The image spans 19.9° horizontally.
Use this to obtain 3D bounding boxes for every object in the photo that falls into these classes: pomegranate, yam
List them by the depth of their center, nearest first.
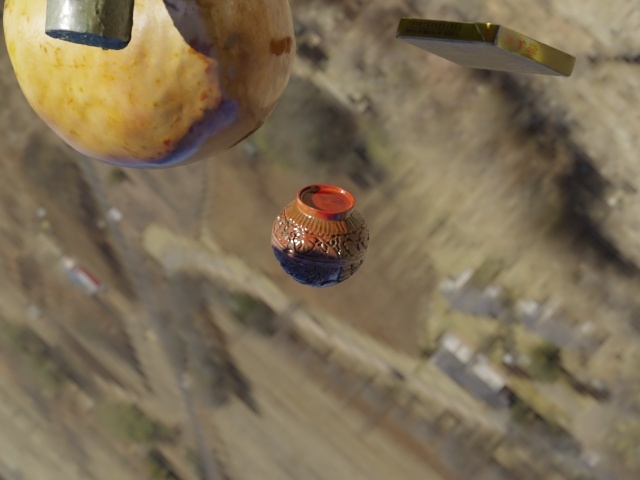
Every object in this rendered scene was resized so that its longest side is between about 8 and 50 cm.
[{"bbox_3d":[-0.160,-0.223,1.310,0.068,0.169,0.068,4,176,0],"label":"yam"},{"bbox_3d":[-0.140,-0.172,1.482,0.248,0.248,0.248,40,164,14],"label":"pomegranate"}]

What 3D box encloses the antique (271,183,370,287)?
[{"bbox_3d":[0.000,0.000,1.821,0.104,0.104,0.104,40,164,14],"label":"antique"}]

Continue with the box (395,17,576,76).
[{"bbox_3d":[0.141,-0.169,1.590,0.089,0.022,0.156,17,179,-30],"label":"box"}]
